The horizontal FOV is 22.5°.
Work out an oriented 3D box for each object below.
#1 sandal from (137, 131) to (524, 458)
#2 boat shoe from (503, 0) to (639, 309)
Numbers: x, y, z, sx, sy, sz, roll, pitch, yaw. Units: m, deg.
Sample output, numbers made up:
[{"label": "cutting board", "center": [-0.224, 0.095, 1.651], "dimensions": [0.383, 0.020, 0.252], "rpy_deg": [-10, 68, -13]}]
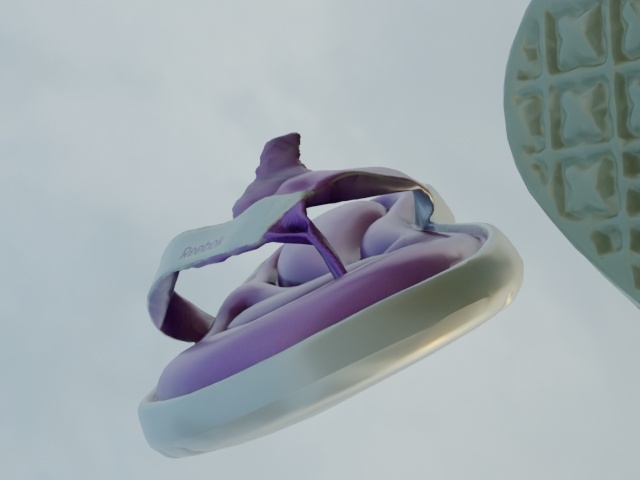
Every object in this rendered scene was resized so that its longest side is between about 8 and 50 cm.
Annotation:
[{"label": "sandal", "center": [-0.014, 0.008, 0.734], "dimensions": [0.102, 0.169, 0.416], "rpy_deg": [61, -178, -3]}, {"label": "boat shoe", "center": [0.262, 0.069, 0.486], "dimensions": [0.156, 0.187, 0.500], "rpy_deg": [3, -143, -51]}]
